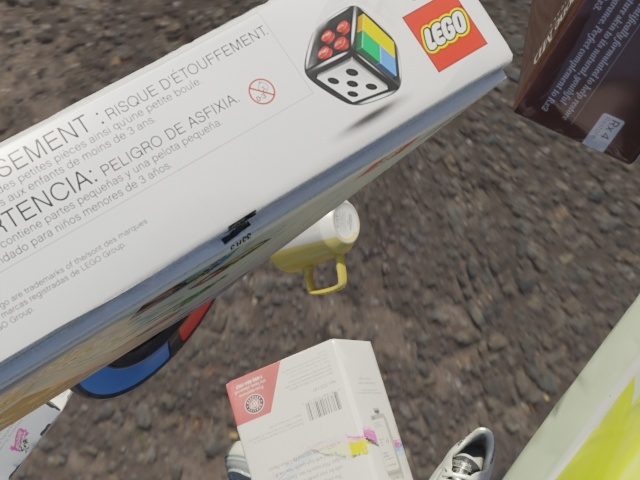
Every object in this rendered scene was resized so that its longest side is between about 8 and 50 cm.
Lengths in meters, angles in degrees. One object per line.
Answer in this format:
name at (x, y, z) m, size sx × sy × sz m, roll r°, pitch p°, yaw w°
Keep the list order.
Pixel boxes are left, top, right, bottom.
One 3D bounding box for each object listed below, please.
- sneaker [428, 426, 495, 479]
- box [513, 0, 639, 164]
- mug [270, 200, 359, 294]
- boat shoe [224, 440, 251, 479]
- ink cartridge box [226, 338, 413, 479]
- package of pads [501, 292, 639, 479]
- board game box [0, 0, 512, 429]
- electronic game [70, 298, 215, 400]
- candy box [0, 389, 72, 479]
sneaker at (0.170, 0.354, 1.860) m, size 0.090 × 0.235 × 0.095 m, roll 28°, pitch 140°, yaw 8°
box at (0.305, -0.276, 1.347) m, size 0.143 × 0.381 × 0.191 m, roll 22°, pitch 134°, yaw -7°
mug at (0.000, -0.004, 1.092) m, size 0.064 × 0.062 × 0.078 m, roll -12°, pitch 124°, yaw 39°
boat shoe at (-0.020, 0.297, 1.361) m, size 0.227 × 0.079 × 0.081 m, roll 46°, pitch 54°, yaw -13°
ink cartridge box at (0.008, 0.193, 1.122) m, size 0.115 × 0.067 × 0.198 m, roll -24°, pitch 72°, yaw 26°
package of pads at (0.174, 0.120, 0.429) m, size 0.229 × 0.101 × 0.296 m, roll 39°, pitch 85°, yaw -7°
board game box at (-0.081, 0.014, 0.467) m, size 0.193 × 0.305 × 0.053 m, roll -32°, pitch 89°, yaw -23°
electronic game at (-0.140, 0.033, 1.150) m, size 0.048 × 0.229 × 0.229 m, roll 30°, pitch 100°, yaw 22°
candy box at (-0.440, 0.198, 1.762) m, size 0.196 × 0.070 × 0.165 m, roll 35°, pitch 118°, yaw -9°
